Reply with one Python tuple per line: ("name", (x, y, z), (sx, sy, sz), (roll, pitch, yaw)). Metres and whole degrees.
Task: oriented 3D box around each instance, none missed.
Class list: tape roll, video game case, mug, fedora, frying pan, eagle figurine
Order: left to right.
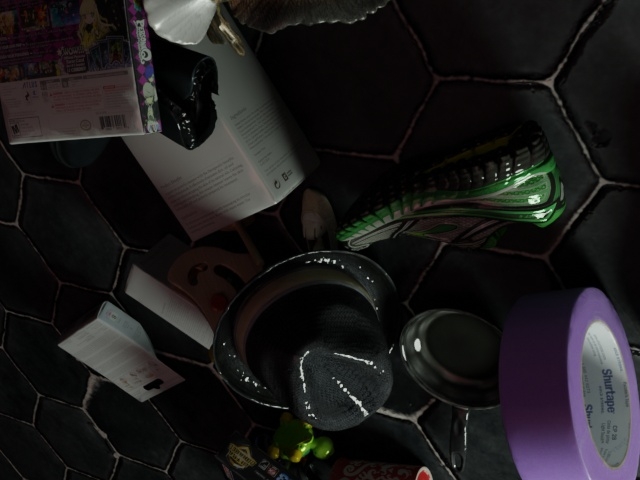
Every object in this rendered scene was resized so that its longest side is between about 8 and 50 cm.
("video game case", (-0.314, -0.231, 0.978), (0.232, 0.042, 0.210), (-1, 103, 27))
("eagle figurine", (-0.065, -0.362, 0.943), (0.298, 0.226, 0.225), (-12, 81, 35))
("fedora", (0.008, 0.175, 1.170), (0.152, 0.334, 0.334), (-126, 32, -47))
("mug", (0.123, 0.460, 1.450), (0.169, 0.150, 0.113), (-8, 79, 30))
("frying pan", (0.248, 0.235, 1.243), (0.197, 0.053, 0.326), (-12, 114, 36))
("tape roll", (0.331, 0.201, 1.019), (0.090, 0.275, 0.274), (-12, 112, 36))

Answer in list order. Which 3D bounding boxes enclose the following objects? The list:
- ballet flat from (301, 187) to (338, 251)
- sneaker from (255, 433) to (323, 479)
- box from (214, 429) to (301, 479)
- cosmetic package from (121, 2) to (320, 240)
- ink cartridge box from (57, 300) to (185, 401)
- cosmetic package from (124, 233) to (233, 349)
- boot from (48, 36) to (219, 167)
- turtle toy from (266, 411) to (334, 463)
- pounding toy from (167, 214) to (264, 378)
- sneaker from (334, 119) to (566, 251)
("ballet flat", (0.000, 0.000, 1.236), (0.057, 0.052, 0.168), (1, 119, 31))
("sneaker", (-0.053, 0.452, 1.568), (0.188, 0.067, 0.078), (42, 112, 2))
("box", (-0.058, 0.517, 1.493), (0.293, 0.073, 0.295), (32, 153, 19))
("cosmetic package", (-0.191, -0.205, 1.149), (0.197, 0.155, 0.365), (-20, 107, 38))
("ink cartridge box", (-0.419, 0.239, 1.663), (0.232, 0.066, 0.189), (37, 135, -24))
("cosmetic package", (-0.219, 0.099, 1.393), (0.231, 0.117, 0.085), (33, 130, 7))
("boot", (-0.249, -0.166, 1.044), (0.207, 0.094, 0.246), (30, 121, 14))
("turtle toy", (-0.036, 0.388, 1.497), (0.130, 0.095, 0.066), (1, 141, 32))
("pounding toy", (-0.163, 0.080, 1.252), (0.155, 0.154, 0.269), (105, 155, -73))
("sneaker", (0.164, -0.034, 1.062), (0.344, 0.134, 0.146), (-15, 115, 39))
